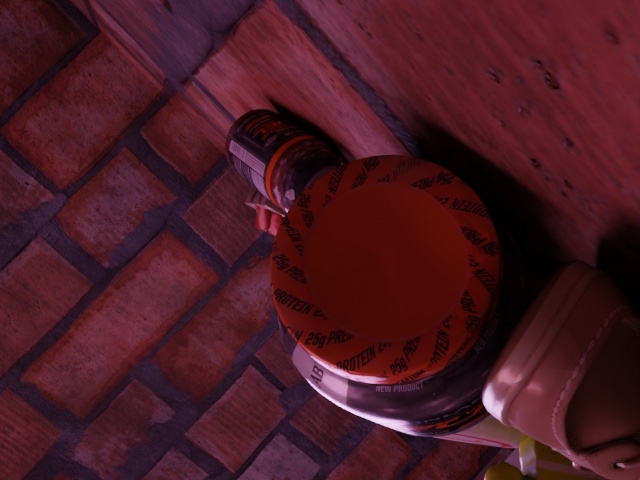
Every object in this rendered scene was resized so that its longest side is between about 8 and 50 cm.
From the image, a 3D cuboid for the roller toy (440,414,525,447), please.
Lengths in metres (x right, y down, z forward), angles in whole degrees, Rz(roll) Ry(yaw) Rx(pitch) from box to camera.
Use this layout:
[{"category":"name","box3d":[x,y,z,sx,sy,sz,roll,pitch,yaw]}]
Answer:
[{"category":"roller toy","box3d":[0.195,0.196,0.834,0.191,0.146,0.209,12,160,-5]}]

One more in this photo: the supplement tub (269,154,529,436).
[{"category":"supplement tub","box3d":[0.084,0.069,0.567,0.207,0.207,0.338,42,176,26]}]

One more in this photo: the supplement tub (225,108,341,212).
[{"category":"supplement tub","box3d":[-0.041,-0.100,0.803,0.198,0.106,0.106,39,173,46]}]

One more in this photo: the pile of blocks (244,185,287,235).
[{"category":"pile of blocks","box3d":[0.000,0.000,1.044,0.148,0.113,0.362,16,169,31]}]

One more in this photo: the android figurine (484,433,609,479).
[{"category":"android figurine","box3d":[0.285,0.278,0.596,0.248,0.273,0.056,10,141,-2]}]

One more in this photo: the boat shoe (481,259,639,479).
[{"category":"boat shoe","box3d":[0.215,0.111,0.435,0.110,0.122,0.341,35,-178,37]}]

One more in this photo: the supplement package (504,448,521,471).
[{"category":"supplement package","box3d":[0.428,0.431,0.934,0.263,0.198,0.199,47,175,-30]}]
